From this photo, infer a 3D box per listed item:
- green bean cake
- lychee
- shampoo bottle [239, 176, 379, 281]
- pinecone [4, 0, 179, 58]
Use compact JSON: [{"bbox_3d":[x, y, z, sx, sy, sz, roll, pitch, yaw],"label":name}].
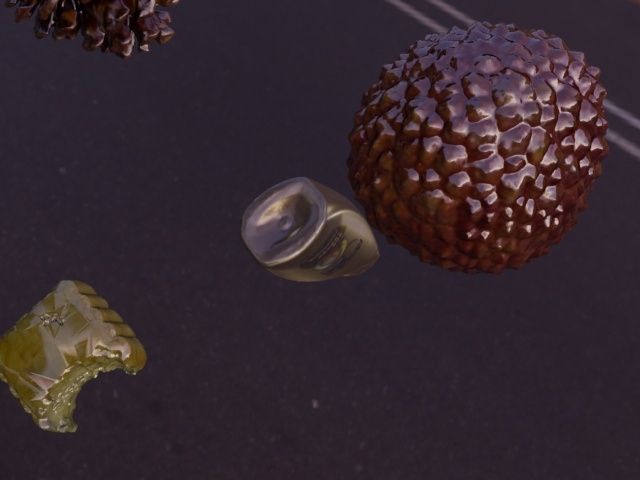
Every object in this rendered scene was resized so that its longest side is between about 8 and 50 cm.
[{"bbox_3d":[-0.478,0.218,1.863,0.233,0.236,0.124,47,3,10],"label":"green bean cake"},{"bbox_3d":[0.116,-0.072,0.699,0.188,0.188,0.188,13,32,-8],"label":"lychee"},{"bbox_3d":[0.000,0.000,1.256,0.084,0.126,0.350,54,6,14],"label":"shampoo bottle"},{"bbox_3d":[-0.344,-0.395,1.475,0.309,0.244,0.244,24,24,-35],"label":"pinecone"}]
